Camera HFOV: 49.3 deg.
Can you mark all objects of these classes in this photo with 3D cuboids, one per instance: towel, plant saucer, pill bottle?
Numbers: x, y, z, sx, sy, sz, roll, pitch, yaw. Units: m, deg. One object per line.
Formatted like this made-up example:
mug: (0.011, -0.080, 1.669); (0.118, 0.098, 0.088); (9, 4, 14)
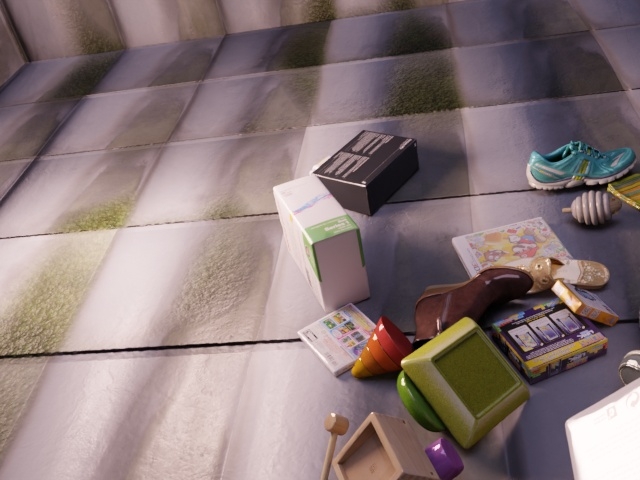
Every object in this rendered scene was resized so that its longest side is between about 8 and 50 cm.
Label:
towel: (0.807, -0.093, 1.664); (0.102, 0.021, 0.237); (-23, 37, -13)
plant saucer: (0.271, 0.243, 1.252); (0.188, 0.045, 0.188); (-27, 71, -31)
pill bottle: (0.006, -0.210, 2.041); (0.043, 0.043, 0.083); (22, 48, 38)

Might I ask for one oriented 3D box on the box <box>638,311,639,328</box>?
box: (0.620, 0.109, 1.190); (0.058, 0.322, 0.232); (-11, 36, 7)

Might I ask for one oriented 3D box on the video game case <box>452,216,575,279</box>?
video game case: (0.441, 0.033, 1.598); (0.227, 0.026, 0.206); (-13, 36, -1)

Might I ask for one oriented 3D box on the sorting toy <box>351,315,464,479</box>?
sorting toy: (0.140, 0.304, 1.286); (0.126, 0.127, 0.365); (-38, 36, 14)

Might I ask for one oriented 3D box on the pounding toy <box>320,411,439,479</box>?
pounding toy: (0.080, 0.375, 1.174); (0.094, 0.181, 0.206); (22, 23, -32)

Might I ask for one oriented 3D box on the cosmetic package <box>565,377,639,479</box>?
cosmetic package: (0.466, 0.419, 0.849); (0.230, 0.161, 0.453); (31, 38, -16)

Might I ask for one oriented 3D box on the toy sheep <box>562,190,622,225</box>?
toy sheep: (0.639, -0.076, 1.642); (0.132, 0.091, 0.091); (-11, 33, 26)

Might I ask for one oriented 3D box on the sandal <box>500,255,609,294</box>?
sandal: (0.489, 0.059, 1.472); (0.240, 0.079, 0.088); (0, 61, 7)

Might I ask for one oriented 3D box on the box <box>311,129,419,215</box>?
box: (0.129, -0.194, 1.933); (0.184, 0.103, 0.261); (15, 43, 36)

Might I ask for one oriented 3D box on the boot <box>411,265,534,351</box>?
boot: (0.311, 0.147, 1.415); (0.248, 0.090, 0.207); (-13, 26, 20)

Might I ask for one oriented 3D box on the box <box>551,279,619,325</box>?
box: (0.533, 0.127, 1.392); (0.136, 0.028, 0.081); (21, 22, -30)

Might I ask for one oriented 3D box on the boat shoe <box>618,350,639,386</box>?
boat shoe: (0.587, 0.301, 1.119); (0.099, 0.116, 0.319); (-20, 42, -16)

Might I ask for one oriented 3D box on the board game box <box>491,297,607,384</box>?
board game box: (0.445, 0.192, 1.364); (0.170, 0.048, 0.141); (-19, 38, -9)

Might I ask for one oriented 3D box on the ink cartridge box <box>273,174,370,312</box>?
ink cartridge box: (0.000, 0.000, 1.623); (0.117, 0.201, 0.278); (-20, 36, -11)

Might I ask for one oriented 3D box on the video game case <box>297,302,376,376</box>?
video game case: (0.049, 0.207, 1.485); (0.143, 0.019, 0.157); (-27, 37, -19)

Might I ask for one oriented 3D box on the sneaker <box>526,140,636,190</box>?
sneaker: (0.662, -0.199, 1.765); (0.275, 0.110, 0.107); (-10, 26, 1)
